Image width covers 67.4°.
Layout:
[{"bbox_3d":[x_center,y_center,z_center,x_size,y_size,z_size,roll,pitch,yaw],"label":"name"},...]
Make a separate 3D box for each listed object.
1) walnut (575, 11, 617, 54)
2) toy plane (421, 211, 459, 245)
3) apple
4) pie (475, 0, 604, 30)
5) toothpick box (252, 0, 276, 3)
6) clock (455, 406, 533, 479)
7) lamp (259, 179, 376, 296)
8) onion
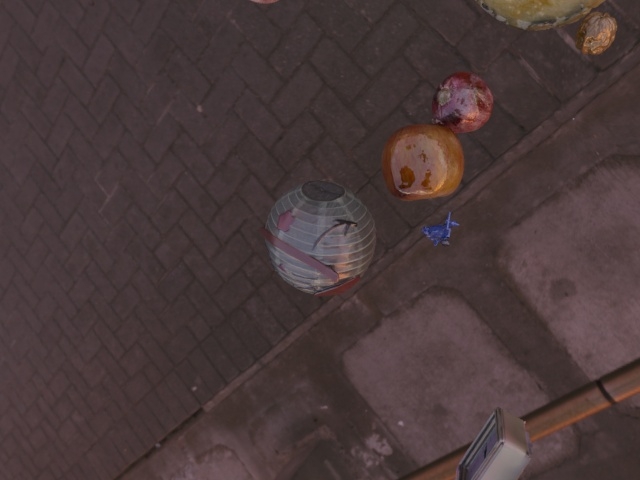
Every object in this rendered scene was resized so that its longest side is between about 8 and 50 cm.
[{"bbox_3d":[0.635,-0.476,1.107,0.079,0.082,0.096,41,163,30],"label":"walnut"},{"bbox_3d":[0.254,-0.022,1.012,0.062,0.167,0.054,13,80,-2],"label":"toy plane"},{"bbox_3d":[0.258,-0.196,1.223,0.211,0.211,0.187,-1,95,28],"label":"apple"},{"bbox_3d":[0.213,-0.352,0.500,0.055,0.274,0.274,-32,86,-6],"label":"pie"},{"bbox_3d":[-0.097,-0.493,0.802,0.098,0.098,0.149,44,160,11],"label":"toothpick box"},{"bbox_3d":[0.358,0.467,1.006,0.071,0.147,0.192,29,107,12],"label":"clock"},{"bbox_3d":[0.000,0.000,0.987,0.265,0.233,0.233,33,119,47],"label":"lamp"},{"bbox_3d":[0.395,-0.361,1.281,0.159,0.195,0.159,-15,73,59],"label":"onion"}]
